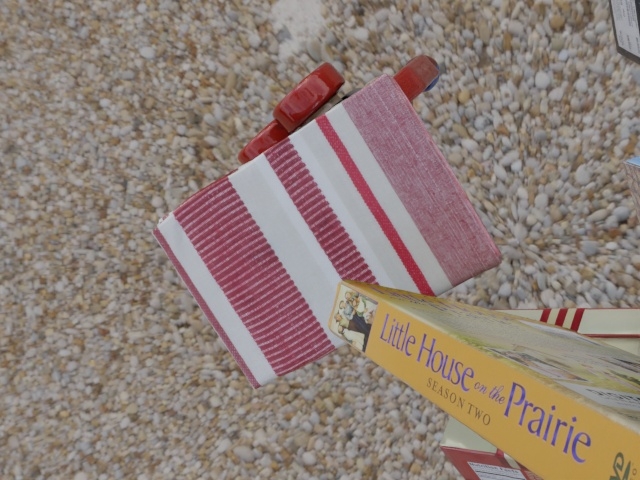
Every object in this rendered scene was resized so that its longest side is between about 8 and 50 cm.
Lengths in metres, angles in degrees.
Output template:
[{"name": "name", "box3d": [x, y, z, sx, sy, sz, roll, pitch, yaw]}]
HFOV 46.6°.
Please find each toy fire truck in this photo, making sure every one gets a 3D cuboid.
[{"name": "toy fire truck", "box3d": [0.048, -0.157, 1.021, 0.169, 0.302, 0.254, 47, 56, -5]}]

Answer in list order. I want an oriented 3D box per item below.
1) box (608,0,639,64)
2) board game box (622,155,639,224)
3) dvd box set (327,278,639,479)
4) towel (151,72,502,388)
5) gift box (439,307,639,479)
[{"name": "box", "box3d": [0.429, -0.410, 0.733, 0.318, 0.097, 0.394, -20, 118, 5]}, {"name": "board game box", "box3d": [0.522, -0.020, 0.805, 0.291, 0.141, 0.232, -20, 104, 4]}, {"name": "dvd box set", "box3d": [0.223, 0.128, 0.605, 0.308, 0.420, 0.062, 14, 94, -25]}, {"name": "towel", "box3d": [0.000, 0.000, 0.829, 0.329, 0.037, 0.237, -30, 95, 17]}, {"name": "gift box", "box3d": [0.334, 0.243, 0.986, 0.255, 0.276, 0.258, -1, 47, 39]}]
